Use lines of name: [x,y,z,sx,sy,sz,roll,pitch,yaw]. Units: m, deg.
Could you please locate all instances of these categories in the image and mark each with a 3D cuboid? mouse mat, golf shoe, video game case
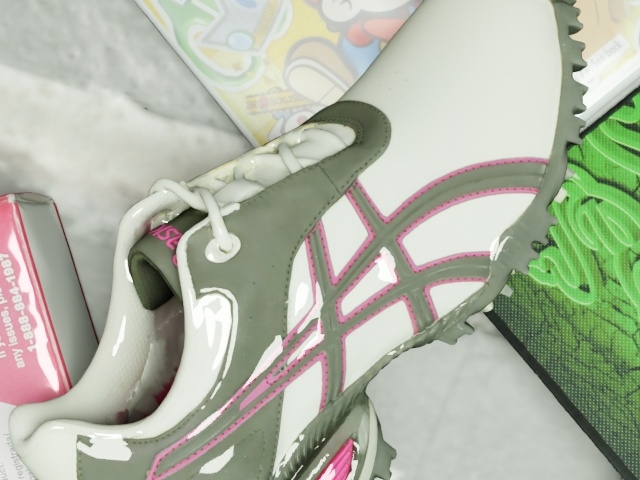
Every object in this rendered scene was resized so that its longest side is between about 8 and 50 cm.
mouse mat: [0.155,0.019,0.734,0.153,0.007,0.189,-39,56,0]
golf shoe: [0.000,0.000,0.688,0.120,0.105,0.272,35,81,-33]
video game case: [0.045,-0.129,0.778,0.227,0.026,0.206,-39,89,3]

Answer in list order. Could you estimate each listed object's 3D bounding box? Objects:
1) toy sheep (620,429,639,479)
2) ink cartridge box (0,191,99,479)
toy sheep: [0.165,0.090,0.748,0.132,0.091,0.091,-31,90,-15]
ink cartridge box: [-0.202,0.096,0.756,0.237,0.100,0.172,-17,90,2]
